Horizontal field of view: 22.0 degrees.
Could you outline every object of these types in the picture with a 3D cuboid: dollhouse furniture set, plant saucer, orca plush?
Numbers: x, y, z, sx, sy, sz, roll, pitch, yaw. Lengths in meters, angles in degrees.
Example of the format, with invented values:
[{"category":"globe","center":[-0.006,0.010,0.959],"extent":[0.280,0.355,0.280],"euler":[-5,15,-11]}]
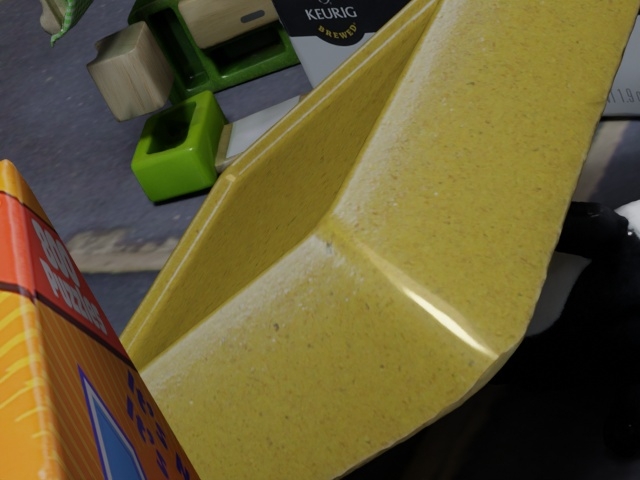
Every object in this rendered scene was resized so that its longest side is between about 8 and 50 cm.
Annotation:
[{"category":"dollhouse furniture set","center":[-0.109,-0.211,1.160],"extent":[0.151,0.301,0.197],"euler":[-19,28,16]},{"category":"plant saucer","center":[0.000,0.000,0.831],"extent":[0.332,0.081,0.333],"euler":[-37,17,41]},{"category":"orca plush","center":[0.124,0.051,0.788],"extent":[0.287,0.151,0.102],"euler":[-11,67,27]}]

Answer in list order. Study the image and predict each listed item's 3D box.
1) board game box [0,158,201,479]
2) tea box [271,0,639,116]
[{"category":"board game box","center":[-0.143,0.268,0.395],"extent":[0.356,0.356,0.356],"euler":[-25,31,1]},{"category":"tea box","center":[0.123,-0.263,1.050],"extent":[0.329,0.323,0.220],"euler":[1,39,38]}]
